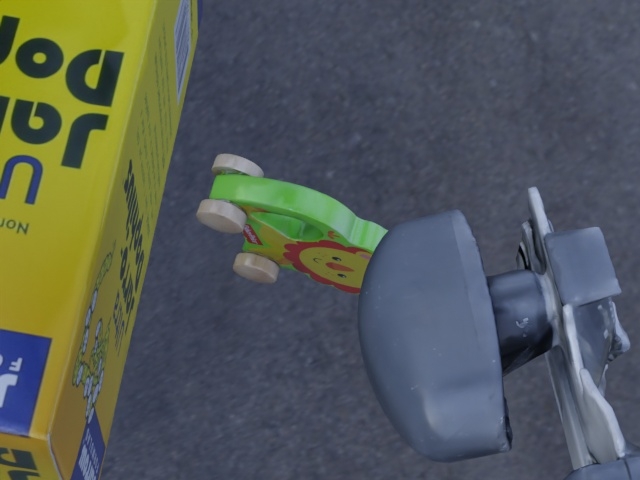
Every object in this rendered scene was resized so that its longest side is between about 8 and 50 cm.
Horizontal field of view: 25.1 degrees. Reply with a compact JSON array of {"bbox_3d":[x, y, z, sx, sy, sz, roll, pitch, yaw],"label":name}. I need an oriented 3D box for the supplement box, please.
[{"bbox_3d":[-0.190,-0.047,0.784,0.194,0.195,0.357,9,66,0],"label":"supplement box"}]

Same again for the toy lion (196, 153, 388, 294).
[{"bbox_3d":[0.000,0.000,0.685,0.096,0.100,0.034,11,70,18],"label":"toy lion"}]

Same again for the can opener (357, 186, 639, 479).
[{"bbox_3d":[0.069,0.102,0.417,0.095,0.076,0.283,-10,48,5],"label":"can opener"}]
